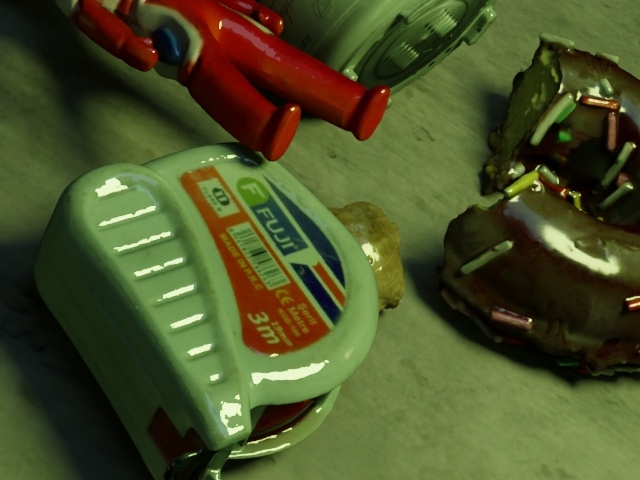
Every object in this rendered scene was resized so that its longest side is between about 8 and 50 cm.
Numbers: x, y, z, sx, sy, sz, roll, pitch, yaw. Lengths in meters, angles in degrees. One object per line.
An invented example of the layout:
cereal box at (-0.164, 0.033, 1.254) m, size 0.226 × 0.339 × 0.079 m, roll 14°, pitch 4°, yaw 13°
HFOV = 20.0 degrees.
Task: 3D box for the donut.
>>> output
donut at (0.257, -0.020, 1.618) m, size 0.259 × 0.136 × 0.345 m, roll 29°, pitch 44°, yaw 0°

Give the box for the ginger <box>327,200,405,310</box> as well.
ginger at (0.006, -0.006, 1.493) m, size 0.165 × 0.067 × 0.096 m, roll 38°, pitch 64°, yaw 4°

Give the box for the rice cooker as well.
rice cooker at (0.025, -0.254, 1.613) m, size 0.227 × 0.241 × 0.280 m, roll 52°, pitch 13°, yaw 13°

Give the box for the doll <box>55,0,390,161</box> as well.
doll at (-0.130, -0.187, 1.485) m, size 0.384 × 0.099 × 0.188 m, roll 32°, pitch 27°, yaw 23°

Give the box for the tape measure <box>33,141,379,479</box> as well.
tape measure at (-0.081, 0.055, 1.345) m, size 0.246 × 0.125 × 0.243 m, roll -17°, pitch 63°, yaw -39°
